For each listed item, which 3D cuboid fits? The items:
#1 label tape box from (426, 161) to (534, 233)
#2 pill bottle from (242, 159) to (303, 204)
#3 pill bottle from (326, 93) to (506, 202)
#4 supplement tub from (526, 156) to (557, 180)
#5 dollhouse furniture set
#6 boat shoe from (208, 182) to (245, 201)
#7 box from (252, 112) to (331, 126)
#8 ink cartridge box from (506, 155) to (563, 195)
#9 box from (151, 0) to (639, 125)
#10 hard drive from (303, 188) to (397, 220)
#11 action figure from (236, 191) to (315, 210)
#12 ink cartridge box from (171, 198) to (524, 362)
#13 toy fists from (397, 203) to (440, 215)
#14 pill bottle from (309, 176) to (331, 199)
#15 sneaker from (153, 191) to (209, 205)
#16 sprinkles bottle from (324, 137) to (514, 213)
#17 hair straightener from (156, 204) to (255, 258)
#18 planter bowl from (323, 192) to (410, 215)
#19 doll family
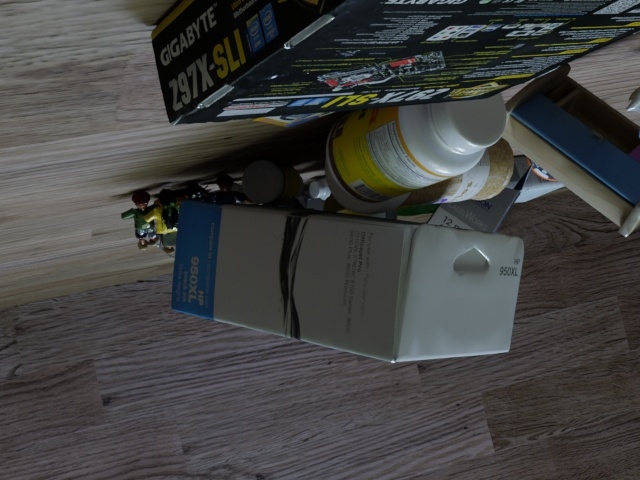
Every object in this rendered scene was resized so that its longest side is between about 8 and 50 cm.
[{"bbox_3d":[0.225,0.010,1.578,0.348,0.115,0.249,-55,175,-22],"label":"label tape box"},{"bbox_3d":[-0.067,-0.085,1.321,0.065,0.065,0.116,-14,177,19],"label":"pill bottle"},{"bbox_3d":[0.106,-0.118,0.996,0.117,0.117,0.215,-10,176,-33],"label":"pill bottle"},{"bbox_3d":[0.420,-0.160,1.543,0.106,0.106,0.198,-13,176,1],"label":"supplement tub"},{"bbox_3d":[0.373,-0.210,0.949,0.286,0.198,0.303,-35,157,-33],"label":"dollhouse furniture set"},{"bbox_3d":[-0.141,-0.079,1.415,0.100,0.035,0.035,-25,168,-33],"label":"boat shoe"},{"bbox_3d":[0.004,-0.148,0.897,0.136,0.028,0.081,-12,177,24],"label":"box"},{"bbox_3d":[0.353,-0.097,2.135,0.308,0.091,0.385,-10,168,-41],"label":"ink cartridge box"},{"bbox_3d":[0.082,-0.159,0.607,0.322,0.079,0.257,-10,178,-33],"label":"box"},{"bbox_3d":[0.006,-0.014,1.679,0.307,0.203,0.040,-15,147,34],"label":"hard drive"},{"bbox_3d":[-0.096,-0.032,1.565,0.164,0.141,0.276,-2,146,-25],"label":"action figure"},{"bbox_3d":[0.033,0.046,1.209,0.395,0.166,0.285,8,-177,41],"label":"ink cartridge box"},{"bbox_3d":[0.247,-0.113,1.722,0.279,0.096,0.142,-16,-169,-38],"label":"toy fists"},{"bbox_3d":[0.021,-0.097,1.618,0.083,0.043,0.043,-10,176,-37],"label":"pill bottle"},{"bbox_3d":[-0.202,-0.039,1.480,0.087,0.083,0.221,-19,178,7],"label":"sneaker"},{"bbox_3d":[0.156,-0.110,1.285,0.121,0.121,0.355,-15,176,37],"label":"sprinkles bottle"},{"bbox_3d":[-0.221,-0.010,1.772,0.230,0.089,0.047,-11,178,-22],"label":"hair straightener"},{"bbox_3d":[0.096,-0.099,1.472,0.217,0.090,0.217,-11,176,-1],"label":"planter bowl"},{"bbox_3d":[-0.199,-0.045,1.333,0.193,0.111,0.076,-18,-142,-23],"label":"doll family"}]
